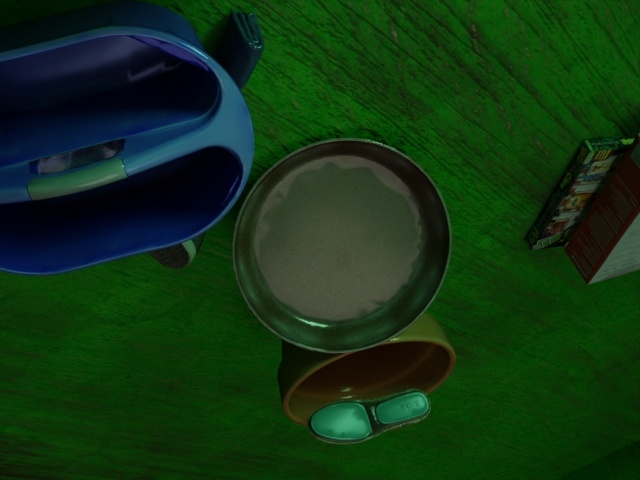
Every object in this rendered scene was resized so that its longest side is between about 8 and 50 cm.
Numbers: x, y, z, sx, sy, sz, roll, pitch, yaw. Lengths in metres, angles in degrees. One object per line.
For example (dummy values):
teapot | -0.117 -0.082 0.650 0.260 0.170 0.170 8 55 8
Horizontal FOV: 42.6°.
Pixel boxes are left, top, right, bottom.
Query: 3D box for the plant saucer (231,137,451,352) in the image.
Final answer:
plant saucer | 0.029 0.007 1.160 0.310 0.050 0.311 -2 105 -9

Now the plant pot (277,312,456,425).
plant pot | 0.056 0.156 1.370 0.290 0.204 0.291 -12 145 -9

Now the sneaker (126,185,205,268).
sneaker | -0.220 -0.079 1.033 0.083 0.118 0.222 -16 122 31

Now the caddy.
caddy | -0.239 -0.098 0.828 0.341 0.179 0.241 -15 125 -2

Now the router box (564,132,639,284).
router box | 0.620 -0.079 1.382 0.335 0.082 0.301 -14 147 -19

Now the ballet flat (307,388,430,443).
ballet flat | 0.077 0.290 1.332 0.206 0.073 0.067 -7 159 -11

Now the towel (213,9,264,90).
towel | -0.101 -0.194 0.920 0.029 0.067 0.119 3 141 -32

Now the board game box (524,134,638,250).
board game box | 0.453 -0.076 1.387 0.136 0.030 0.260 -9 145 -18
